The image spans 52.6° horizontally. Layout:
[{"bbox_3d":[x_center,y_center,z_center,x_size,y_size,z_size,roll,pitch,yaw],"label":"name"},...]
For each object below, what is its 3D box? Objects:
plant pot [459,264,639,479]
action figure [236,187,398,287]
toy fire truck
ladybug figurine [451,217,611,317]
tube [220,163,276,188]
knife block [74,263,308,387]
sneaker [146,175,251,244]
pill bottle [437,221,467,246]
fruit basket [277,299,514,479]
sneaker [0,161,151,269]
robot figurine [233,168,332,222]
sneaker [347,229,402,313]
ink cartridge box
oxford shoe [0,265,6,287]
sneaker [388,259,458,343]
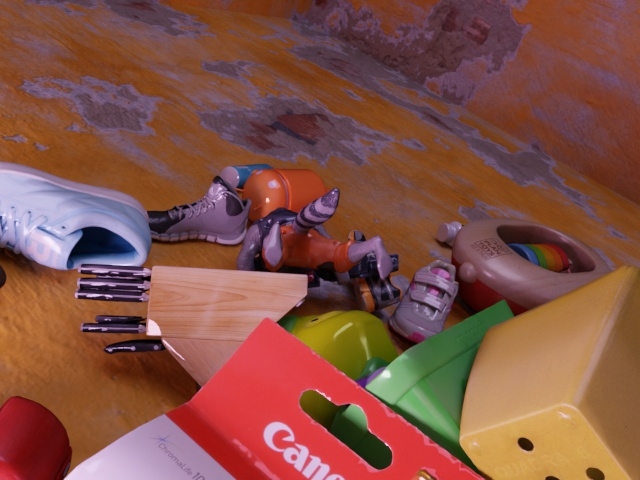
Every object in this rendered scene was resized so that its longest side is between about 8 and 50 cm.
[{"bbox_3d":[0.269,0.189,0.660,0.212,0.212,0.187,53,45,2],"label":"plant pot"},{"bbox_3d":[0.000,0.000,1.114,0.341,0.178,0.330,-7,5,-21],"label":"action figure"},{"bbox_3d":[-0.343,0.158,0.619,0.217,0.246,0.158,20,28,-3],"label":"toy fire truck"},{"bbox_3d":[0.453,0.079,1.431,0.449,0.162,0.305,2,34,-34],"label":"ladybug figurine"},{"bbox_3d":[-0.155,-0.158,1.542,0.080,0.052,0.207,38,26,19],"label":"tube"},{"bbox_3d":[-0.185,0.069,0.903,0.242,0.275,0.088,48,-4,2],"label":"knife block"},{"bbox_3d":[-0.236,-0.068,1.224,0.228,0.132,0.086,3,33,-32],"label":"sneaker"},{"bbox_3d":[0.354,-0.013,1.629,0.116,0.065,0.065,7,31,-26],"label":"pill bottle"},{"bbox_3d":[0.094,0.188,0.887,0.392,0.283,0.392,28,27,-16],"label":"fruit basket"},{"bbox_3d":[-0.437,-0.026,1.004,0.366,0.135,0.150,4,29,-29],"label":"sneaker"},{"bbox_3d":[-0.074,-0.091,1.388,0.219,0.128,0.158,-5,81,-41],"label":"robot figurine"},{"bbox_3d":[0.100,0.059,1.279,0.083,0.084,0.215,-8,44,-5],"label":"sneaker"},{"bbox_3d":[-0.070,0.271,0.582,0.308,0.091,0.385,34,65,22],"label":"ink cartridge box"},{"bbox_3d":[-0.547,0.020,0.919,0.227,0.083,0.096,30,12,11],"label":"oxford shoe"},{"bbox_3d":[0.205,0.111,1.249,0.103,0.111,0.252,24,28,3],"label":"sneaker"}]
